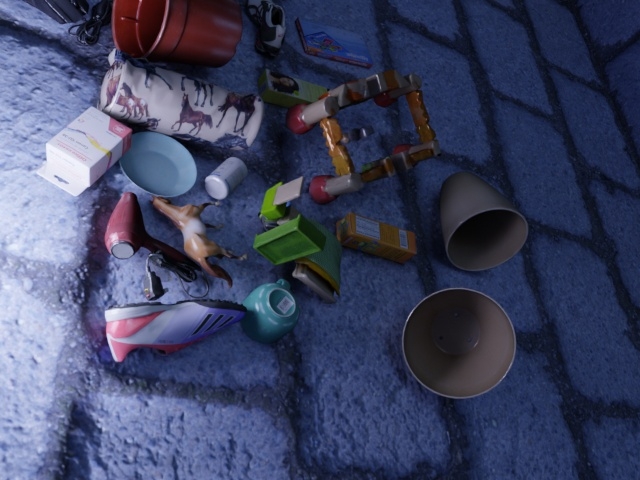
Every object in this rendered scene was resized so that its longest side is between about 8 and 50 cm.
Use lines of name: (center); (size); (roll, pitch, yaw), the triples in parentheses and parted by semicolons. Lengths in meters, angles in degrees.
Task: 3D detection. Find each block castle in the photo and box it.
block castle: (0.123, -0.311, 1.983); (0.453, 0.213, 0.302); (-25, 100, -39)

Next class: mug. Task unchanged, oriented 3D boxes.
mug: (-0.116, 0.153, 1.582); (0.130, 0.097, 0.157); (7, 58, -34)

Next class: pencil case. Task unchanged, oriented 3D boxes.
pencil case: (-0.344, -0.350, 1.705); (0.411, 0.160, 0.183); (11, 74, -31)

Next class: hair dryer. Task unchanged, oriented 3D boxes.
hair dryer: (-0.386, 0.017, 1.500); (0.293, 0.080, 0.224); (59, 17, 12)

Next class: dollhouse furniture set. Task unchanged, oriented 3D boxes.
dollhouse furniture set: (0.000, 0.000, 1.679); (0.301, 0.151, 0.197); (42, 43, -33)

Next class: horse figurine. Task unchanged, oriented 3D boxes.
horse figurine: (-0.278, -0.010, 1.583); (0.175, 0.066, 0.263); (2, 52, -48)

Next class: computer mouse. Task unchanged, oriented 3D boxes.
computer mouse: (-0.668, -0.632, 1.713); (0.272, 0.072, 0.188); (28, 49, -19)

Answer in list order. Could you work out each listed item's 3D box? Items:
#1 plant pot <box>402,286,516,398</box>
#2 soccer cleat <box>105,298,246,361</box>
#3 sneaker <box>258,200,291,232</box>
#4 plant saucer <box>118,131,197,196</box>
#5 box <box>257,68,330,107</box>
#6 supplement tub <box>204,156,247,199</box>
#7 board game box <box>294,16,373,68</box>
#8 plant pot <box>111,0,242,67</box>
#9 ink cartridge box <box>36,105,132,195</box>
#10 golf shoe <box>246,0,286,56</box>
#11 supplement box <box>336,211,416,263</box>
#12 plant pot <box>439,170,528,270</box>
plant pot: (0.364, 0.258, 1.789); (0.284, 0.284, 0.191); (53, 8, 4)
soccer cleat: (-0.301, 0.186, 1.434); (0.318, 0.109, 0.116); (0, 83, -39)
sneaker: (-0.129, -0.042, 1.740); (0.078, 0.067, 0.188); (14, 53, -3)
plant saucer: (-0.398, -0.177, 1.631); (0.195, 0.037, 0.194); (19, 50, -24)
box: (-0.074, -0.445, 2.046); (0.232, 0.058, 0.087); (9, 57, -33)
supplement tub: (-0.242, -0.159, 1.718); (0.071, 0.071, 0.107); (43, 45, -5)
board game box: (0.050, -0.680, 2.320); (0.281, 0.027, 0.145); (2, 59, -36)
plant pot: (-0.371, -0.586, 1.793); (0.265, 0.272, 0.272); (1, 61, -46)
ink cartridge box: (-0.530, -0.202, 1.508); (0.115, 0.067, 0.198); (30, 51, 3)
golf shoe: (-0.157, -0.710, 2.121); (0.105, 0.120, 0.272); (5, 58, -33)
supplement box: (0.160, -0.006, 1.915); (0.234, 0.078, 0.080); (18, 55, -26)
plant pot: (0.480, -0.087, 2.121); (0.257, 0.256, 0.274); (19, 35, -27)
